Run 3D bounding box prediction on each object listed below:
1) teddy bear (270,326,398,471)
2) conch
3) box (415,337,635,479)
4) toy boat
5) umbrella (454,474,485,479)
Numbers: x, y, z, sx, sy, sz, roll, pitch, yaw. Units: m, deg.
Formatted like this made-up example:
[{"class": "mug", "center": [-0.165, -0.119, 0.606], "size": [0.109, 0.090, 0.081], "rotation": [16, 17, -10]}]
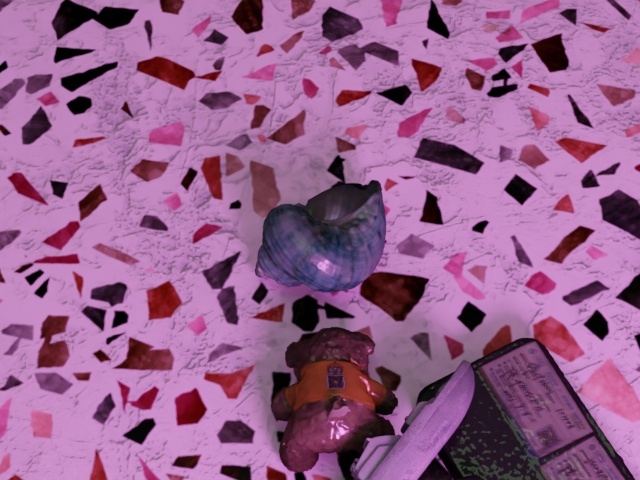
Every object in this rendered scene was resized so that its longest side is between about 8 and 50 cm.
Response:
[{"class": "teddy bear", "center": [0.017, 0.209, 1.691], "size": [0.177, 0.140, 0.190], "rotation": [-7, 54, 1]}, {"class": "conch", "center": [-0.003, 0.002, 1.801], "size": [0.202, 0.134, 0.196], "rotation": [-5, 21, 4]}, {"class": "box", "center": [0.297, 0.315, 1.669], "size": [0.211, 0.058, 0.350], "rotation": [-24, 64, -13]}, {"class": "toy boat", "center": [0.123, 0.254, 1.622], "size": [0.085, 0.078, 0.260], "rotation": [37, 64, 11]}, {"class": "umbrella", "center": [0.105, 0.364, 1.627], "size": [0.248, 0.071, 0.071], "rotation": [-23, 64, 0]}]
